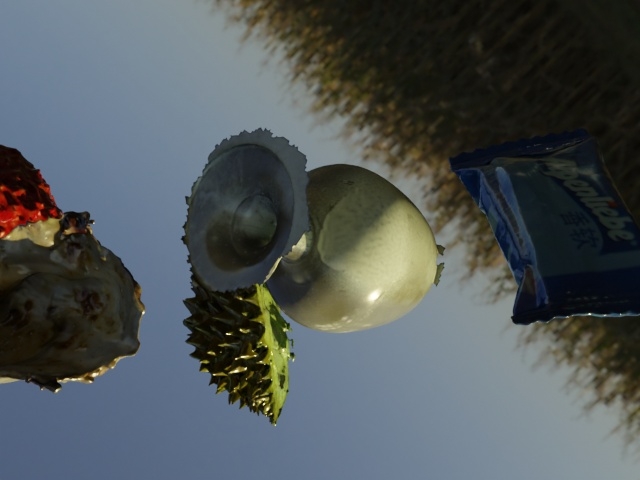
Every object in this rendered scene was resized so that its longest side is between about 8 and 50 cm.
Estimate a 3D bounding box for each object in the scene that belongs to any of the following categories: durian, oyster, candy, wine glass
[{"bbox_3d":[-0.097,0.084,1.768,0.198,0.163,0.394,22,-130,-31],"label":"durian"},{"bbox_3d":[-0.354,0.113,1.230,0.197,0.337,0.133,61,177,25],"label":"oyster"},{"bbox_3d":[0.259,-0.025,1.233,0.331,0.187,0.077,-104,5,-50],"label":"candy"},{"bbox_3d":[0.000,0.000,1.440,0.323,0.238,0.238,13,-148,-50],"label":"wine glass"}]

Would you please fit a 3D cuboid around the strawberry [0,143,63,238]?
[{"bbox_3d":[-0.453,0.003,1.557,0.351,0.267,0.312,33,-137,-37],"label":"strawberry"}]
